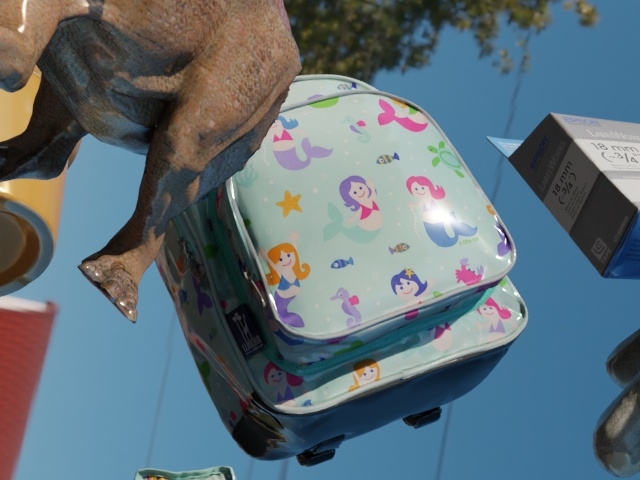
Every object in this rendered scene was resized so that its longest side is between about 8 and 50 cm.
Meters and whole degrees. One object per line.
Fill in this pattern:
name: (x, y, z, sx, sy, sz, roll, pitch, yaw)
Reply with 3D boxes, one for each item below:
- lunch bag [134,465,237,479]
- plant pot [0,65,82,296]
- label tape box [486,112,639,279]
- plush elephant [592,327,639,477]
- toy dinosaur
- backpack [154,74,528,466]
lunch bag: (-0.156, 0.441, 1.514, 0.223, 0.160, 0.262, 83, 3, -57)
plant pot: (-0.292, -0.060, 0.995, 0.205, 0.205, 0.188, -57, -143, 37)
label tape box: (0.395, -0.083, 1.546, 0.334, 0.240, 0.106, -119, -140, -49)
plush elephant: (0.485, 0.152, 1.285, 0.330, 0.255, 0.272, -50, 177, 18)
toy dinosaur: (-0.065, -0.101, 0.477, 0.127, 0.296, 0.200, 33, -108, 36)
backpack: (0.000, 0.000, 0.854, 0.253, 0.225, 0.191, 61, -27, 27)
